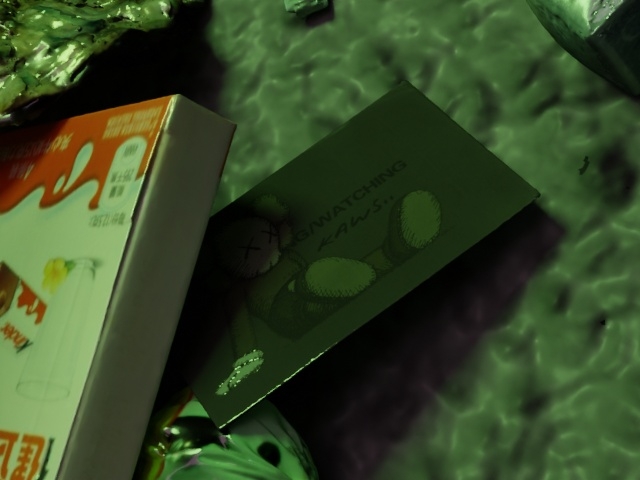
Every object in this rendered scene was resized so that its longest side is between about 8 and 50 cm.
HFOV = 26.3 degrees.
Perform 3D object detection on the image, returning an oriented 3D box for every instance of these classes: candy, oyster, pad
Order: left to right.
[{"bbox_3d":[-0.203,-0.110,0.815,0.259,0.092,0.198,-14,22,26],"label":"oyster"},{"bbox_3d":[0.000,0.000,0.682,0.190,0.004,0.127,-35,44,-7],"label":"pad"},{"bbox_3d":[0.044,0.130,0.613,0.305,0.083,0.091,9,79,26],"label":"candy"}]

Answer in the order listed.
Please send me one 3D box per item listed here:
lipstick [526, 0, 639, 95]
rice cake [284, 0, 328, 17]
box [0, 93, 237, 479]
[{"bbox_3d":[0.214,-0.197,0.636,0.290,0.077,0.076,-47,54,7],"label":"lipstick"},{"bbox_3d":[-0.008,-0.186,0.803,0.022,0.021,0.121,-18,61,36],"label":"rice cake"},{"bbox_3d":[-0.171,0.062,0.731,0.273,0.048,0.265,-4,66,50],"label":"box"}]
